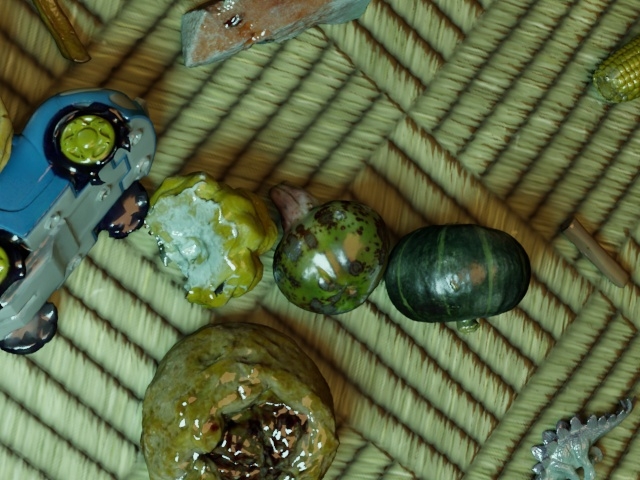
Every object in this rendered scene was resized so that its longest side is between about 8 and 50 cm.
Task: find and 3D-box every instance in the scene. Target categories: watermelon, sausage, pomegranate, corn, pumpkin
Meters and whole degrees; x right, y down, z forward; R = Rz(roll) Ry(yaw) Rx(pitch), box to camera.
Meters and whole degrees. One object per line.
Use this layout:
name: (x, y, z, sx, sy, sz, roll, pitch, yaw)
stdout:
watermelon: (-0.048, -0.263, 1.390, 0.241, 0.154, 0.094, -23, 97, -6)
sausage: (0.347, 0.016, 1.576, 0.116, 0.026, 0.026, 43, 76, -15)
pomegranate: (-0.001, 0.004, 1.394, 0.163, 0.125, 0.138, 45, 107, -6)
corn: (0.446, -0.241, 1.590, 0.231, 0.080, 0.080, -32, 100, -17)
pumpkin: (0.156, 0.040, 1.429, 0.167, 0.167, 0.125, 17, 81, -19)

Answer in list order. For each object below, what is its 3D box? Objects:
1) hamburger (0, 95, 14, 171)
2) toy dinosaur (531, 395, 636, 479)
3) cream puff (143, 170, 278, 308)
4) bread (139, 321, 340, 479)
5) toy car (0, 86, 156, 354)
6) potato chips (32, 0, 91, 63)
hamburger: (-0.436, -0.114, 1.168, 0.259, 0.283, 0.144, -47, 145, -8)
toy dinosaur: (0.323, 0.253, 1.555, 0.209, 0.039, 0.082, -37, 100, -18)
cream puff: (-0.112, -0.010, 1.345, 0.121, 0.156, 0.156, -33, 102, 12)
bread: (-0.082, 0.203, 1.364, 0.230, 0.123, 0.230, 1, 87, -22)
toy car: (-0.296, -0.034, 1.266, 0.166, 0.198, 0.314, 34, 75, 10)
potato chips: (-0.299, -0.279, 1.339, 0.026, 0.037, 0.204, -24, 92, -29)
